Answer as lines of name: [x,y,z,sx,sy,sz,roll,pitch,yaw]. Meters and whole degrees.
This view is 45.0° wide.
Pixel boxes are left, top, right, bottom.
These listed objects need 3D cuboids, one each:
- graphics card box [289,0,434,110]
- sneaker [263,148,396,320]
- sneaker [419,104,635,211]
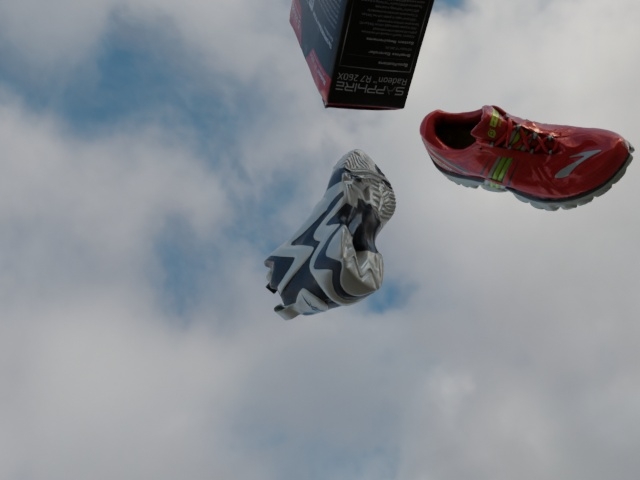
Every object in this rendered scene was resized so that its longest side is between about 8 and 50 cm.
graphics card box: [0.056,-0.342,0.748,0.094,0.232,0.370,2,-54,-14]
sneaker: [0.000,0.000,0.884,0.153,0.235,0.094,-31,-55,30]
sneaker: [0.237,-0.113,0.952,0.118,0.279,0.107,42,-113,-43]
